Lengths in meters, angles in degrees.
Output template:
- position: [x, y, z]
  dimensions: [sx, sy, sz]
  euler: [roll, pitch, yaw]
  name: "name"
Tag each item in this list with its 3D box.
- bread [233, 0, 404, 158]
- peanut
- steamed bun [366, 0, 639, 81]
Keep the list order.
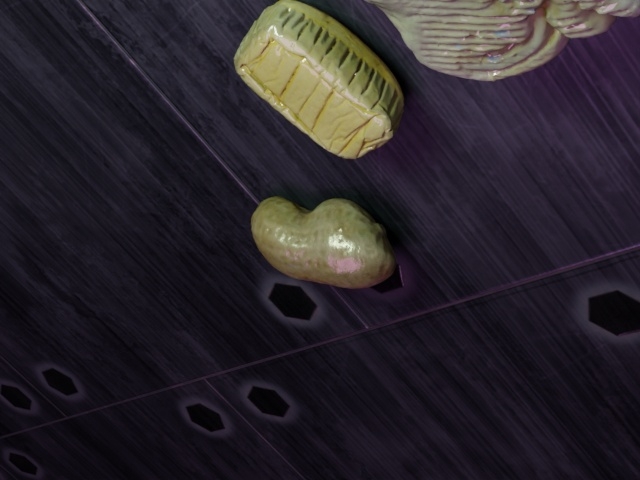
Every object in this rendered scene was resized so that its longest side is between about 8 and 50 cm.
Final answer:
- position: [0.004, -0.219, 1.352]
  dimensions: [0.236, 0.106, 0.140]
  euler: [39, 137, -11]
  name: "bread"
- position: [0.000, 0.000, 1.564]
  dimensions: [0.253, 0.137, 0.122]
  euler: [7, 176, 25]
  name: "peanut"
- position: [0.189, -0.326, 1.088]
  dimensions: [0.268, 0.207, 0.280]
  euler: [-16, 148, 39]
  name: "steamed bun"
